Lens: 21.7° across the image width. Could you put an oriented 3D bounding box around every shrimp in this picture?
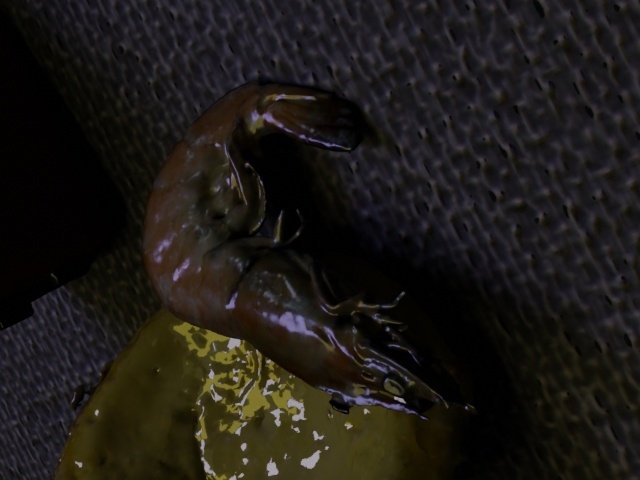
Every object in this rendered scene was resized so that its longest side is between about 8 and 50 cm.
[{"bbox_3d":[0.000,0.000,0.997,0.296,0.058,0.169,26,97,40],"label":"shrimp"}]

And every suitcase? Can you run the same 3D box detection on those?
[{"bbox_3d":[-0.316,-0.028,1.181,0.161,0.297,0.236,-36,83,42],"label":"suitcase"}]

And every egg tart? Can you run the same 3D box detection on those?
[{"bbox_3d":[-0.032,0.155,1.058,0.315,0.315,0.120,18,165,41],"label":"egg tart"}]
